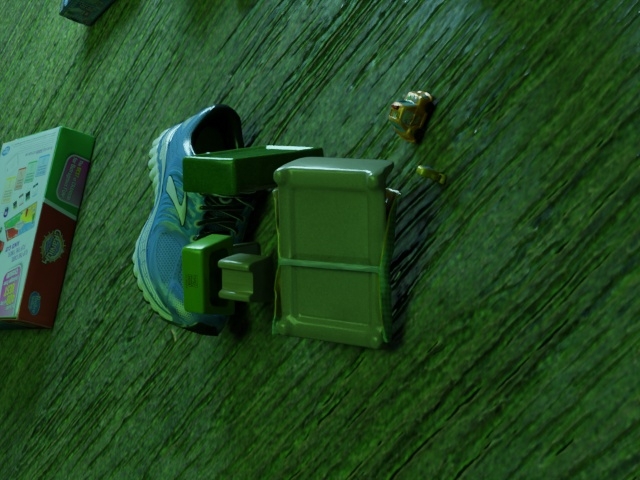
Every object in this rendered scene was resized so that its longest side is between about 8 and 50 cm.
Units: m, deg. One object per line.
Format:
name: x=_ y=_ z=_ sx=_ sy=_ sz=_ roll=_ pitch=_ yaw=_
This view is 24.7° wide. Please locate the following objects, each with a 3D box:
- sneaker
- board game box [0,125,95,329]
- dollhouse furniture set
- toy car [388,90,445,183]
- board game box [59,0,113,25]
sneaker: x=-0.147 y=-0.036 z=1.826 sx=0.147 sy=0.130 sz=0.330 roll=-40 pitch=44 yaw=44
board game box: x=-0.478 y=-0.015 z=2.376 sx=0.242 sy=0.064 sz=0.316 roll=-5 pitch=71 yaw=56
dollhouse furniture set: x=0.000 y=0.000 z=1.647 sx=0.301 sy=0.151 sz=0.197 roll=6 pitch=100 yaw=40
toy car: x=0.106 y=-0.117 z=1.563 sx=0.060 sy=0.040 sz=0.122 roll=-57 pitch=35 yaw=22
board game box: x=-0.348 y=-0.476 z=2.410 sx=0.194 sy=0.060 sz=0.194 roll=-15 pitch=63 yaw=52
